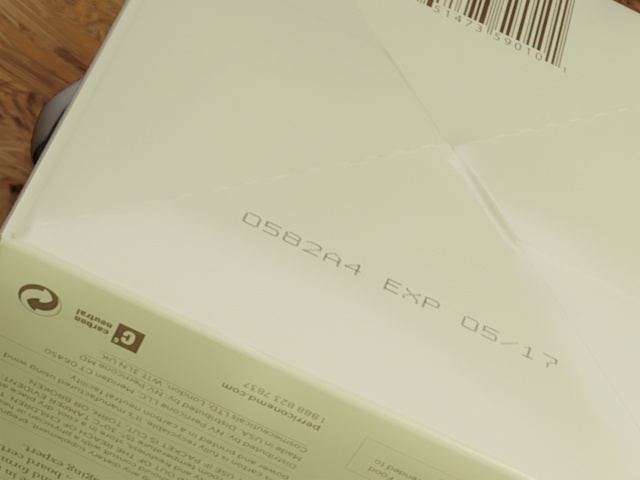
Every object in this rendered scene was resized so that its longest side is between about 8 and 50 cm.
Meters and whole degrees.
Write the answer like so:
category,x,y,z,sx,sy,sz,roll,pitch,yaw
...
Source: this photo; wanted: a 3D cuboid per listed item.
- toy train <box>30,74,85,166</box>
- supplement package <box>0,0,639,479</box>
category,x,y,z,sx,sy,sz,roll,pitch,yaw
toy train,0.000,0.000,0.956,0.334,0.142,0.190,37,37,14
supplement package,-0.011,0.050,0.581,0.199,0.263,0.198,25,47,-6
